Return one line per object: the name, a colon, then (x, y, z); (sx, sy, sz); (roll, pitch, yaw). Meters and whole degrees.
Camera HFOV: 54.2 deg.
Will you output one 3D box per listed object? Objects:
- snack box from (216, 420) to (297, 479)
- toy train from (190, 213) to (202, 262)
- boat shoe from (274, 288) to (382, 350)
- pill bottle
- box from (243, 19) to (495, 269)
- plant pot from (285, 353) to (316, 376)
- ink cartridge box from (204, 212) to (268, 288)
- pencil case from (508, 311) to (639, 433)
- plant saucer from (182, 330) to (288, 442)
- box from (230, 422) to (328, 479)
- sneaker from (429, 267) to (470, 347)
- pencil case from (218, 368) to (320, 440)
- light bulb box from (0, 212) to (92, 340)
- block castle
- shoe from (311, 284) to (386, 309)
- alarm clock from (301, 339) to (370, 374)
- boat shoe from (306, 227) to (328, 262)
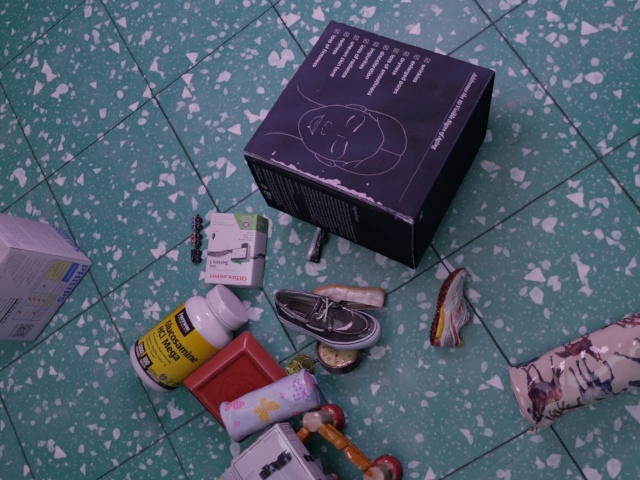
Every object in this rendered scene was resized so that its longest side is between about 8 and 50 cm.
snack box: (-0.173, 0.611, 1.752); (0.070, 0.174, 0.207); (44, 96, 16)
toy train: (-0.397, -0.006, 1.991); (0.036, 0.027, 0.158); (-4, 81, 28)
boat shoe: (0.005, 0.215, 1.739); (0.335, 0.119, 0.121); (8, 54, 30)
pill bottle: (-0.385, 0.286, 1.858); (0.334, 0.188, 0.188); (-39, 73, 8)
box: (0.139, -0.259, 1.655); (0.472, 0.297, 0.479); (24, 70, 21)
plant pot: (-0.064, 0.370, 1.804); (0.083, 0.079, 0.083); (-3, 81, 16)
ink cartridge box: (-0.255, 0.032, 1.905); (0.160, 0.092, 0.219); (2, 82, 18)
pencil case: (0.670, 0.328, 1.541); (0.410, 0.160, 0.183); (-26, 61, 12)
plant saucer: (-0.228, 0.436, 1.808); (0.259, 0.047, 0.258); (-39, 98, 9)
box: (-0.073, 0.620, 1.554); (0.169, 0.087, 0.290); (-43, 68, 6)
sneaker: (0.366, 0.185, 1.707); (0.093, 0.088, 0.225); (14, 86, -2)
pencil case: (-0.137, 0.450, 1.717); (0.273, 0.124, 0.113); (-24, 85, 7)
light bulb box: (-1.003, 0.119, 1.983); (0.225, 0.361, 0.358); (40, 95, 20)
block castle: (-0.015, 0.700, 1.677); (0.303, 0.213, 0.453); (37, 91, 24)
shoe: (0.076, 0.167, 1.787); (0.219, 0.076, 0.058); (-1, 60, 15)
alarm clock: (0.036, 0.321, 1.766); (0.192, 0.064, 0.129); (-21, 52, -4)
boat shoe: (0.000, 0.000, 1.858); (0.040, 0.049, 0.142); (22, 95, 13)
